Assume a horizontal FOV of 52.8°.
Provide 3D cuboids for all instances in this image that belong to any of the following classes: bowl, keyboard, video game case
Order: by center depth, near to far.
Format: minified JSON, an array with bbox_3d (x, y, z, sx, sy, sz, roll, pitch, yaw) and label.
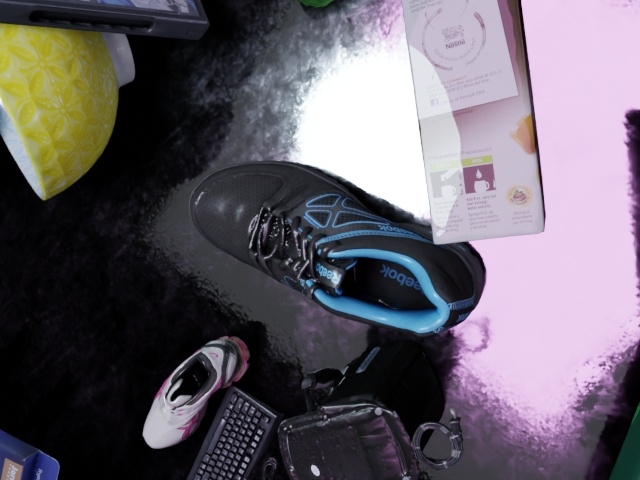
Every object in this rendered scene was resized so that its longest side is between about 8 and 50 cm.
[{"bbox_3d":[-0.264,-0.328,0.639,0.035,0.248,0.275,-36,72,44],"label":"video game case"},{"bbox_3d":[-0.305,-0.205,0.721,0.156,0.289,0.289,-28,87,-23],"label":"bowl"},{"bbox_3d":[-0.103,0.280,0.807,0.108,0.023,0.180,28,106,13],"label":"keyboard"}]

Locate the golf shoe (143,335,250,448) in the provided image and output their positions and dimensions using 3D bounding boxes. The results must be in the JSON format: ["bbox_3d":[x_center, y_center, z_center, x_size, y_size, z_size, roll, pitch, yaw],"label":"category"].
[{"bbox_3d":[-0.169,0.187,0.780,0.067,0.086,0.186,46,110,19],"label":"golf shoe"}]

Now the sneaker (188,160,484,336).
[{"bbox_3d":[0.000,0.000,0.672,0.340,0.139,0.125,18,104,17],"label":"sneaker"}]

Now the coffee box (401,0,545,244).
[{"bbox_3d":[0.147,-0.130,0.604,0.098,0.141,0.247,-7,96,20],"label":"coffee box"}]

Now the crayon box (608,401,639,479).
[{"bbox_3d":[0.474,0.215,0.559,0.363,0.106,0.313,18,103,16],"label":"crayon box"}]

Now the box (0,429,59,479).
[{"bbox_3d":[-0.490,0.337,0.938,0.225,0.036,0.136,20,103,14],"label":"box"}]

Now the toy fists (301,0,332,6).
[{"bbox_3d":[0.046,-0.336,0.609,0.279,0.142,0.096,-30,87,19],"label":"toy fists"}]

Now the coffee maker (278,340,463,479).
[{"bbox_3d":[0.070,0.182,0.652,0.171,0.178,0.120,3,101,21],"label":"coffee maker"}]
